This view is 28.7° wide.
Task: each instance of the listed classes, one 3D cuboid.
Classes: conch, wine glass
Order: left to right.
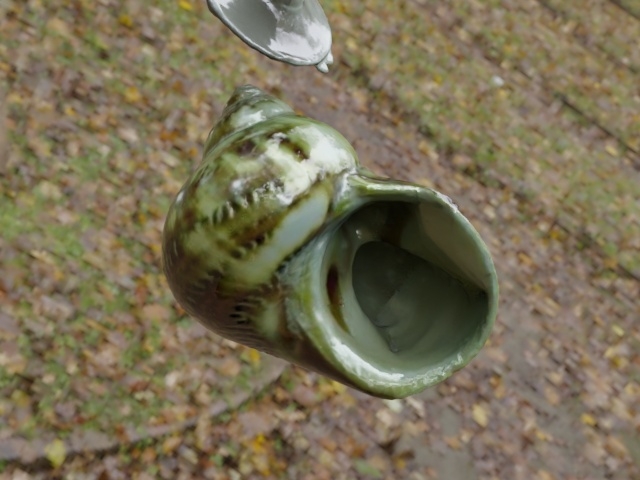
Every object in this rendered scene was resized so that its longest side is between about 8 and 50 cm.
[{"bbox_3d":[0.000,-0.002,0.750,0.124,0.187,0.181,-95,166,-62],"label":"conch"},{"bbox_3d":[0.029,-0.195,0.688,0.103,0.222,0.103,25,44,-26],"label":"wine glass"}]
